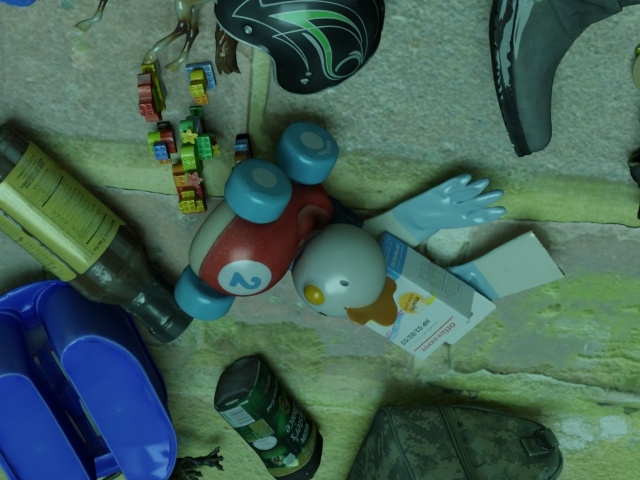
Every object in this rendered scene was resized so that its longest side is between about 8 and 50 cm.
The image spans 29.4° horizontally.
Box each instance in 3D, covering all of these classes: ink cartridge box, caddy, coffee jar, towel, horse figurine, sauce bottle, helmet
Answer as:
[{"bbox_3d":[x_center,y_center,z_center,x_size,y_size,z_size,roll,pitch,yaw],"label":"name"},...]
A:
[{"bbox_3d":[0.123,0.083,1.565,0.181,0.061,0.104,32,130,-12],"label":"ink cartridge box"},{"bbox_3d":[-0.337,0.212,1.648,0.241,0.179,0.341,-26,123,-8],"label":"caddy"},{"bbox_3d":[-0.068,0.256,1.706,0.079,0.096,0.184,-23,121,21],"label":"coffee jar"},{"bbox_3d":[0.000,0.000,1.557,0.067,0.029,0.119,40,122,7],"label":"towel"},{"bbox_3d":[-0.181,-0.286,1.333,0.263,0.066,0.174,27,106,-26],"label":"horse figurine"},{"bbox_3d":[-0.301,0.003,1.535,0.111,0.111,0.344,-34,117,23],"label":"sauce bottle"},{"bbox_3d":[-0.023,-0.256,1.308,0.169,0.169,0.161,-19,138,16],"label":"helmet"}]

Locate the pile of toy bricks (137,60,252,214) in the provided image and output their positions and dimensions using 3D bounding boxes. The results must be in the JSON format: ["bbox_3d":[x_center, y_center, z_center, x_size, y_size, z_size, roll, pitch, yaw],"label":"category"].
[{"bbox_3d":[-0.150,-0.107,1.452,0.118,0.105,0.212,-6,124,7],"label":"pile of toy bricks"}]

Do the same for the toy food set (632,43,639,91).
[{"bbox_3d":[0.402,-0.199,1.407,0.083,0.020,0.082,-6,124,8],"label":"toy food set"}]

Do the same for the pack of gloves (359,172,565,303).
[{"bbox_3d":[0.165,0.007,1.562,0.232,0.046,0.195,-25,120,31],"label":"pack of gloves"}]

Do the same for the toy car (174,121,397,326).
[{"bbox_3d":[-0.012,0.028,1.437,0.238,0.210,0.219,38,131,9],"label":"toy car"}]

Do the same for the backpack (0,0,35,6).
[{"bbox_3d":[-0.337,-0.316,1.323,0.098,0.101,0.120,25,126,-5],"label":"backpack"}]

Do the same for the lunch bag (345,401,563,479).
[{"bbox_3d":[0.182,0.380,1.710,0.256,0.212,0.305,2,130,-19],"label":"lunch bag"}]

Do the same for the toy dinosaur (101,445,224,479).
[{"bbox_3d":[-0.213,0.337,1.762,0.118,0.268,0.064,-7,89,-33],"label":"toy dinosaur"}]

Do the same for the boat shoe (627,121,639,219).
[{"bbox_3d":[0.394,-0.093,1.466,0.049,0.056,0.152,6,115,5],"label":"boat shoe"}]

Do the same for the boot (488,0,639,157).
[{"bbox_3d":[0.293,-0.250,1.319,0.223,0.118,0.338,-7,123,6],"label":"boot"}]
